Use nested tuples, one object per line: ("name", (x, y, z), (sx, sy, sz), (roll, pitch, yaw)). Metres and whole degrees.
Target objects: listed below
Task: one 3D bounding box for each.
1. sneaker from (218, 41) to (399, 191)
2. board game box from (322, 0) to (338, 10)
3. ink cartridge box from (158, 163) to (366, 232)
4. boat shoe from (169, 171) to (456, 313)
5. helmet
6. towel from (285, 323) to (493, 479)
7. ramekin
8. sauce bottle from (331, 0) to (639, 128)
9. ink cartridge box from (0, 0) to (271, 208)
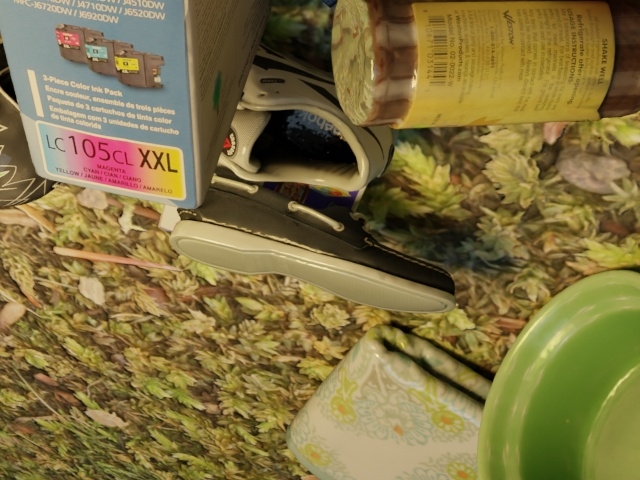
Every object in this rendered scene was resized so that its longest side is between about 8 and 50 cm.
("sneaker", (-0.089, -0.129, 0.946), (0.330, 0.146, 0.122), (15, 116, 2))
("board game box", (0.095, -0.219, 0.850), (0.194, 0.060, 0.194), (36, 138, -18))
("ink cartridge box", (-0.065, -0.054, 1.120), (0.206, 0.045, 0.208), (21, 139, -2))
("boat shoe", (0.000, 0.000, 1.050), (0.302, 0.091, 0.114), (16, 160, -3))
("helmet", (-0.332, -0.115, 1.071), (0.169, 0.161, 0.169), (12, 140, 10))
("towel", (0.163, 0.287, 1.371), (0.374, 0.090, 0.320), (31, 137, -2))
("ramekin", (0.316, 0.197, 1.062), (0.148, 0.303, 0.303), (27, 141, -21))
("sauce bottle", (0.184, -0.142, 0.772), (0.344, 0.111, 0.111), (-2, 143, -14))
("ink cartridge box", (-0.126, -0.259, 0.731), (0.151, 0.270, 0.395), (11, 140, 3))
